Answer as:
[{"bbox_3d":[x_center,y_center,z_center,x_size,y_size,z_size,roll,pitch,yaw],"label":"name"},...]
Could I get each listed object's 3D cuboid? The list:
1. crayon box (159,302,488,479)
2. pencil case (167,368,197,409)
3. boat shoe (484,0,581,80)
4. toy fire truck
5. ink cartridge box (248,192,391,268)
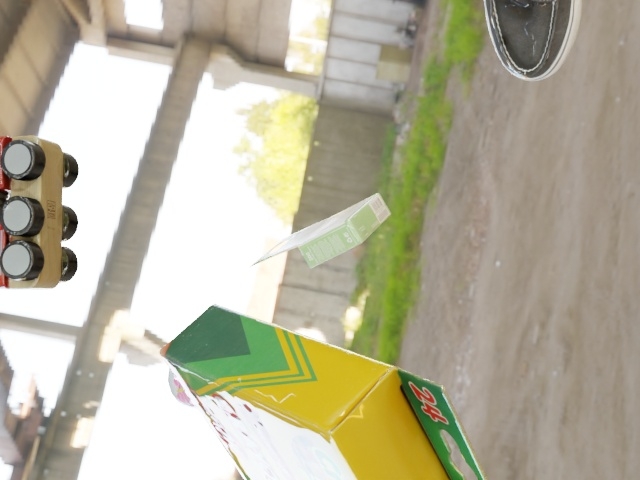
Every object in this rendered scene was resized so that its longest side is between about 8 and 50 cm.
[{"bbox_3d":[0.008,0.177,0.830,0.081,0.318,0.202,-42,-61,-25],"label":"crayon box"},{"bbox_3d":[-0.125,0.197,1.455,0.273,0.113,0.124,-12,71,55],"label":"pencil case"},{"bbox_3d":[0.156,-0.224,0.729,0.076,0.080,0.228,-42,-40,-48],"label":"boat shoe"},{"bbox_3d":[-0.484,-0.034,1.422,0.158,0.246,0.217,12,-104,-73],"label":"toy fire truck"},{"bbox_3d":[0.000,0.000,1.797,0.056,0.235,0.171,59,-151,-6],"label":"ink cartridge box"}]
